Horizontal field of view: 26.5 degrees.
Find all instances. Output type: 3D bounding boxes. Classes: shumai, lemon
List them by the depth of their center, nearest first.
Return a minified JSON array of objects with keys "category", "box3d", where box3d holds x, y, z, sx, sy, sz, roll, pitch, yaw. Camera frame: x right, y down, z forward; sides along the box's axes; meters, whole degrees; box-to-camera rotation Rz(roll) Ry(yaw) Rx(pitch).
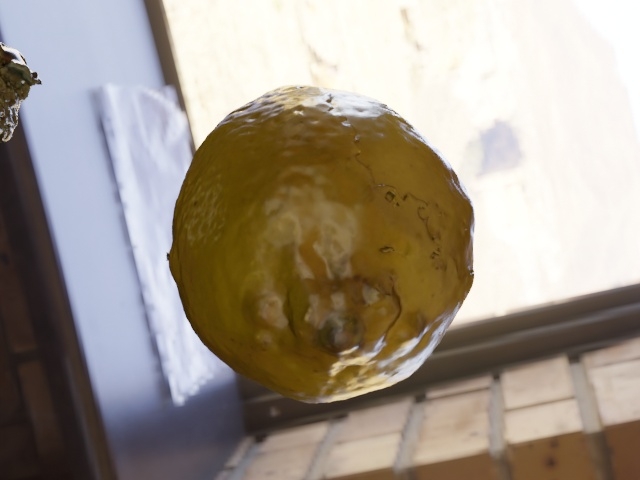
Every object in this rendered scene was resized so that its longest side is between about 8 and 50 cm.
[{"category":"lemon","box3d":[0.000,0.000,0.907,0.260,0.204,0.204,-104,177,-63]},{"category":"shumai","box3d":[-0.291,-0.137,1.189,0.083,0.082,0.080,35,60,-24]}]

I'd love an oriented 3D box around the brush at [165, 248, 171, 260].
[{"category":"brush","box3d":[-0.117,0.008,1.730,0.051,0.164,0.014,-46,128,-65]}]
